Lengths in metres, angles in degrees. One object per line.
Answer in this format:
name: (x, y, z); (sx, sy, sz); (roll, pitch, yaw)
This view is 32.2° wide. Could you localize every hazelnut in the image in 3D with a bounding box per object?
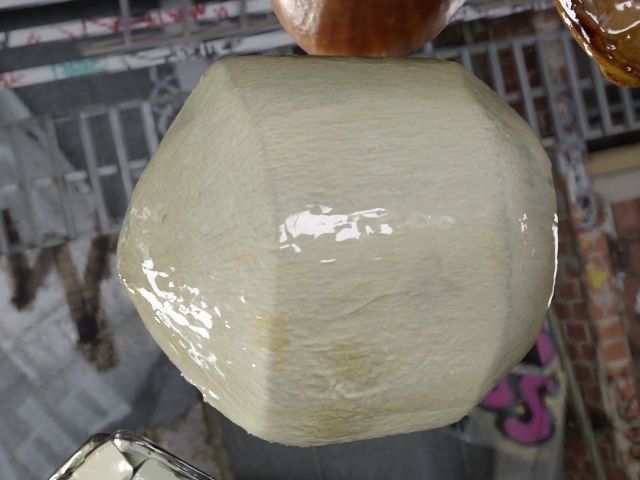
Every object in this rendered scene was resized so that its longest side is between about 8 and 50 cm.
hazelnut: (0.047, -0.264, 1.052); (0.214, 0.176, 0.214); (-28, 166, -8)

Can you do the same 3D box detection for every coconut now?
coconut: (0.000, 0.000, 0.676); (0.247, 0.245, 0.245); (1, 178, -12)

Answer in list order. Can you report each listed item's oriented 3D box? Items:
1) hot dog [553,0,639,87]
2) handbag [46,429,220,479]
hot dog: (0.292, -0.233, 0.806); (0.272, 0.196, 0.122); (-35, 178, 7)
handbag: (-0.039, 0.280, 0.764); (0.358, 0.160, 0.237); (31, 148, -13)
